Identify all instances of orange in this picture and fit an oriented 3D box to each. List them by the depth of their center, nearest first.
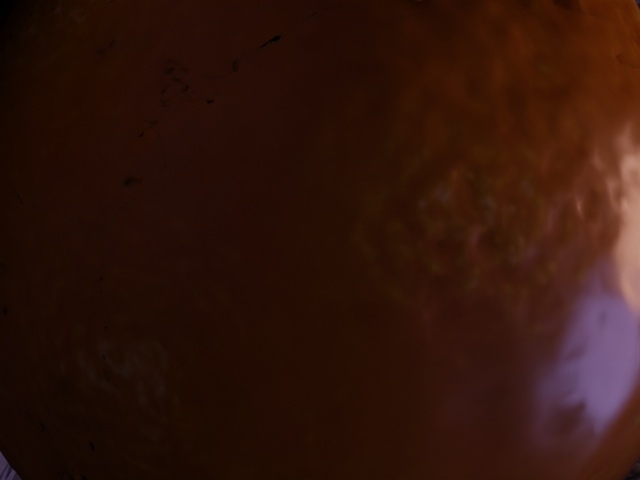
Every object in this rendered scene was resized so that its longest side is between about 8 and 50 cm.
[{"bbox_3d":[0.000,0.000,0.444,0.246,0.246,0.246,-62,-177,6],"label":"orange"}]
